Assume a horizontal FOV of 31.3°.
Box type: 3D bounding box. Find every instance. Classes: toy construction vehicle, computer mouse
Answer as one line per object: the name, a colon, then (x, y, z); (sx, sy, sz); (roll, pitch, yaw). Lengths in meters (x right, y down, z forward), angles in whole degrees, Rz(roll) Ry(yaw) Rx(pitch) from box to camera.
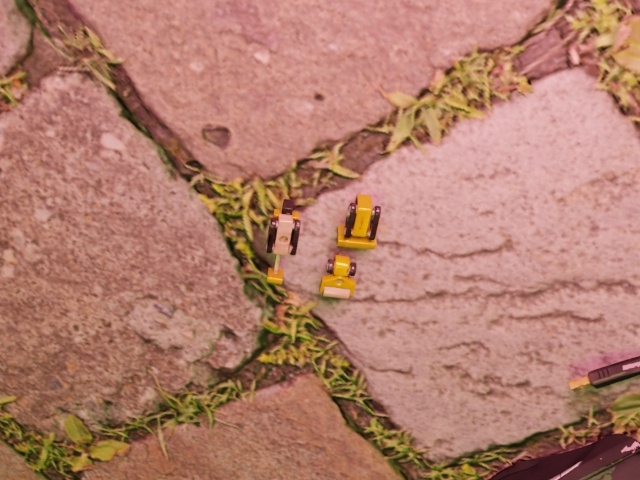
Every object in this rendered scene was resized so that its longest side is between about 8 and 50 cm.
toy construction vehicle: (0.000, 0.000, 0.904); (0.086, 0.035, 0.098); (4, 131, -5)
computer mouse: (0.237, 0.194, 0.978); (0.262, 0.060, 0.184); (-21, 120, 25)
